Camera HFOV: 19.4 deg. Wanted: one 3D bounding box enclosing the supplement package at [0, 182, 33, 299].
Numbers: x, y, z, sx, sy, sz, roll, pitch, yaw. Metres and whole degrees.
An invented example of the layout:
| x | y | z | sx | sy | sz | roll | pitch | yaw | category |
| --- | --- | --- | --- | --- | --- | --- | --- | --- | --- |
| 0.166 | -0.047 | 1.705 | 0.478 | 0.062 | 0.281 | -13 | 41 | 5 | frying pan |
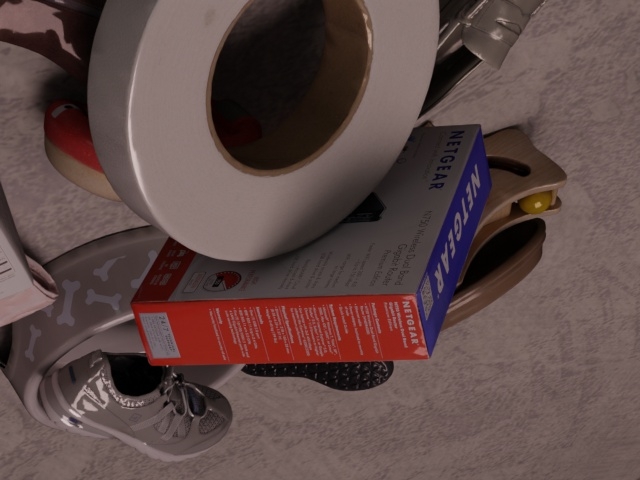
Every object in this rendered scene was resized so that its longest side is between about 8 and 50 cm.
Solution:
| x | y | z | sx | sy | sz | roll | pitch | yaw | category |
| --- | --- | --- | --- | --- | --- | --- | --- | --- | --- |
| -0.420 | -0.057 | 1.777 | 0.198 | 0.199 | 0.263 | -21 | 153 | -3 | supplement package |

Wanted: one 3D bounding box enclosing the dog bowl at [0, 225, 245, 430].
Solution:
| x | y | z | sx | sy | sz | roll | pitch | yaw | category |
| --- | --- | --- | --- | --- | --- | --- | --- | --- | --- |
| -0.232 | 0.120 | 2.333 | 0.349 | 0.102 | 0.349 | -18 | 152 | -10 | dog bowl |

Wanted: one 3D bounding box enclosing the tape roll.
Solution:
| x | y | z | sx | sy | sz | roll | pitch | yaw | category |
| --- | --- | --- | --- | --- | --- | --- | --- | --- | --- |
| -0.048 | -0.169 | 1.793 | 0.392 | 0.072 | 0.392 | -22 | 127 | -34 | tape roll |

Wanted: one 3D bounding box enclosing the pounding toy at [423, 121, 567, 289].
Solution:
| x | y | z | sx | sy | sz | roll | pitch | yaw | category |
| --- | --- | --- | --- | --- | --- | --- | --- | --- | --- |
| 0.171 | -0.048 | 2.280 | 0.269 | 0.154 | 0.155 | -18 | 152 | -10 | pounding toy |

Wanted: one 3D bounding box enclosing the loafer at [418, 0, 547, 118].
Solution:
| x | y | z | sx | sy | sz | roll | pitch | yaw | category |
| --- | --- | --- | --- | --- | --- | --- | --- | --- | --- |
| 0.175 | -0.233 | 2.005 | 0.319 | 0.111 | 0.112 | -38 | 149 | 26 | loafer |

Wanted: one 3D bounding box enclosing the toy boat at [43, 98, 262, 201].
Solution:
| x | y | z | sx | sy | sz | roll | pitch | yaw | category |
| --- | --- | --- | --- | --- | --- | --- | --- | --- | --- |
| -0.170 | -0.131 | 1.934 | 0.231 | 0.151 | 0.151 | -8 | 118 | -28 | toy boat |

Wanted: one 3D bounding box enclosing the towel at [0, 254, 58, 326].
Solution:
| x | y | z | sx | sy | sz | roll | pitch | yaw | category |
| --- | --- | --- | --- | --- | --- | --- | --- | --- | --- |
| -0.494 | 0.065 | 2.073 | 0.332 | 0.053 | 0.317 | -21 | 155 | 6 | towel |

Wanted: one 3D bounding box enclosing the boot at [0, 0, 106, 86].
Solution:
| x | y | z | sx | sy | sz | roll | pitch | yaw | category |
| --- | --- | --- | --- | --- | --- | --- | --- | --- | --- |
| -0.228 | -0.180 | 1.760 | 0.207 | 0.090 | 0.248 | 5 | 109 | -34 | boot |

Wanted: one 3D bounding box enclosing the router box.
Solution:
| x | y | z | sx | sy | sz | roll | pitch | yaw | category |
| --- | --- | --- | --- | --- | --- | --- | --- | --- | --- |
| 0.000 | 0.000 | 1.965 | 0.301 | 0.335 | 0.082 | -3 | 122 | 19 | router box |

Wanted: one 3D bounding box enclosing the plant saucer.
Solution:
| x | y | z | sx | sy | sz | roll | pitch | yaw | category |
| --- | --- | --- | --- | --- | --- | --- | --- | --- | --- |
| 0.176 | 0.057 | 2.425 | 0.278 | 0.041 | 0.278 | -31 | -171 | 5 | plant saucer |

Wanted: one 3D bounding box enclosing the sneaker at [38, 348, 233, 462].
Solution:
| x | y | z | sx | sy | sz | roll | pitch | yaw | category |
| --- | --- | --- | --- | --- | --- | --- | --- | --- | --- |
| -0.198 | 0.194 | 2.265 | 0.115 | 0.105 | 0.281 | -40 | 147 | 29 | sneaker |

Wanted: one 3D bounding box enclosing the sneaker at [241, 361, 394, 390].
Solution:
| x | y | z | sx | sy | sz | roll | pitch | yaw | category |
| --- | --- | --- | --- | --- | --- | --- | --- | --- | --- |
| -0.008 | 0.128 | 2.449 | 0.234 | 0.097 | 0.084 | 8 | 128 | 22 | sneaker |
